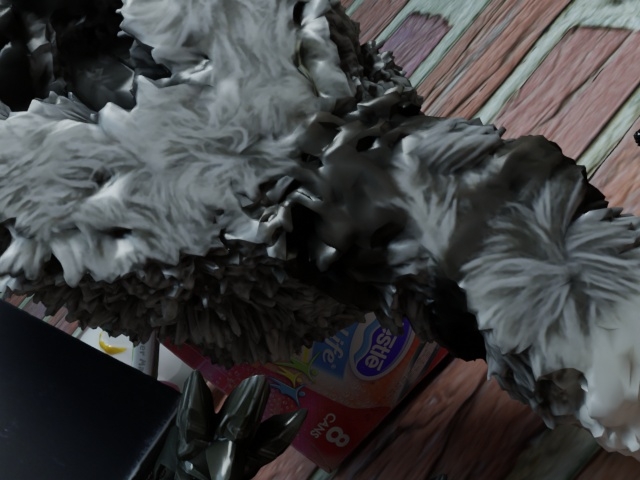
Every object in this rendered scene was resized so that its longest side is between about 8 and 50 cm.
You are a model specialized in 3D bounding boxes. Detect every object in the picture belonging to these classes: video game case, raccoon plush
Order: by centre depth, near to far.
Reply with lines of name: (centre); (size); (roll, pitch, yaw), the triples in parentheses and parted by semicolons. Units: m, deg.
raccoon plush: (-0.020, 0.020, 0.967); (0.216, 0.446, 0.299); (-44, -21, -8)
video game case: (-0.112, 0.045, 1.297); (0.119, 0.015, 0.166); (-88, 4, -63)

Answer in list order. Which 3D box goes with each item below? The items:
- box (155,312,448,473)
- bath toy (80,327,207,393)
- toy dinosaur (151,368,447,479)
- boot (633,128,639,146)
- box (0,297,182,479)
box: (0.000, 0.000, 1.250); (0.154, 0.142, 0.300); (-47, 13, 12)
bath toy: (-0.161, 0.169, 1.374); (0.348, 0.151, 0.129); (-76, -6, -64)
toy dinosaur: (-0.029, 0.188, 0.824); (0.322, 0.164, 0.218); (-14, 49, 33)
boot: (0.186, -0.025, 0.790); (0.045, 0.099, 0.121); (-52, 13, -5)
box: (-0.256, 0.142, 1.021); (0.179, 0.343, 0.312); (-56, -14, -30)
